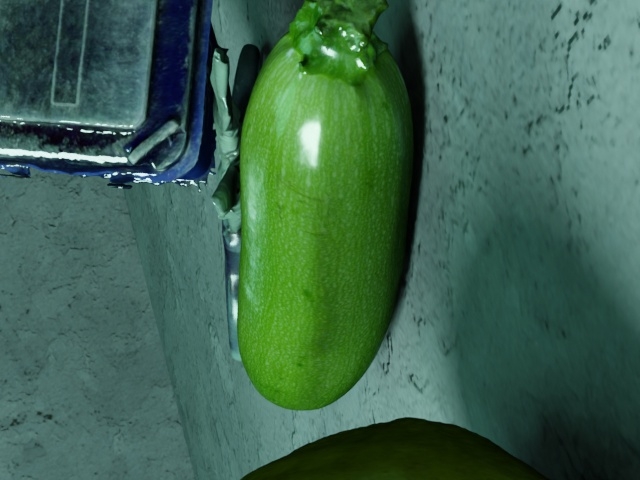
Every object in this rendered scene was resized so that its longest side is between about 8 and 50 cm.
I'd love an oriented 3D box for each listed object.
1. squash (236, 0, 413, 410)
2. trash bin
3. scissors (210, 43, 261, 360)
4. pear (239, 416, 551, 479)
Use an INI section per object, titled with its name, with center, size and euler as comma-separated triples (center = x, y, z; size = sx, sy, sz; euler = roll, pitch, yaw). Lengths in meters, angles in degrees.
[squash]
center = 0.000, 0.000, 0.918
size = 0.395, 0.107, 0.107
euler = 97, 157, -52
[trash bin]
center = -0.153, -0.111, 1.004
size = 0.234, 0.184, 0.162
euler = 38, -122, -84
[scissors]
center = -0.059, -0.042, 1.042
size = 0.383, 0.029, 0.255
euler = 102, 170, -86
[pear]
center = 0.033, 0.216, 0.661
size = 0.375, 0.287, 0.287
euler = -96, 2, -56
